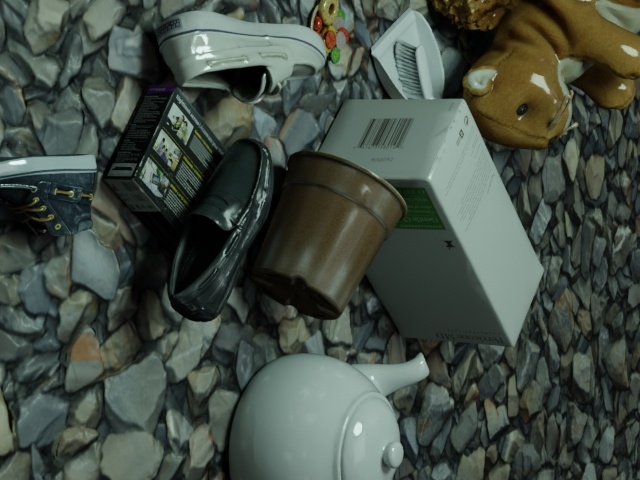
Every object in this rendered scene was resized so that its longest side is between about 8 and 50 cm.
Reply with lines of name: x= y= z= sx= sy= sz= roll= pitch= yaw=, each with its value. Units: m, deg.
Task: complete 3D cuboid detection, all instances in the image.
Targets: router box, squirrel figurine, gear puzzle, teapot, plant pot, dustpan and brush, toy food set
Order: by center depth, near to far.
router box: x=-0.161 y=-0.071 z=1.679 sx=0.179 sy=0.046 sz=0.133 roll=54 pitch=48 yaw=-46
plant pot: x=0.000 y=0.000 z=1.852 sx=0.167 sy=0.167 sz=0.165 roll=49 pitch=61 yaw=-48
teapot: x=0.015 y=0.267 z=1.856 sx=0.252 sy=0.187 sz=0.256 roll=3 pitch=90 yaw=-58
toy food set: x=0.012 y=-0.280 z=1.963 sx=0.082 sy=0.020 sz=0.083 roll=51 pitch=50 yaw=-47
dustpan and brush: x=0.152 y=-0.218 z=2.156 sx=0.147 sy=0.060 sz=0.211 roll=-50 pitch=133 yaw=-44
squirrel figurine: x=0.315 y=-0.337 z=2.216 sx=0.370 sy=0.397 sz=0.281 roll=-46 pitch=174 yaw=-4
gear puzzle: x=0.325 y=-0.296 z=2.441 sx=0.339 sy=0.044 sz=0.175 roll=49 pitch=52 yaw=-48

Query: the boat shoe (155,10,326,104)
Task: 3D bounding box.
boat shoe: x=-0.081 y=-0.205 z=1.727 sx=0.267 sy=0.096 sz=0.088 roll=4 pitch=67 yaw=-57

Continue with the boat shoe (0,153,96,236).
boat shoe: x=-0.285 y=-0.042 z=1.462 sx=0.183 sy=0.065 sz=0.083 roll=-8 pitch=98 yaw=-59

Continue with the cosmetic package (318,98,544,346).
cosmetic package: x=0.155 y=-0.022 z=2.052 sx=0.365 sy=0.197 sz=0.155 roll=58 pitch=46 yaw=-40

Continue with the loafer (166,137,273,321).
loafer: x=-0.112 y=-0.019 z=1.643 sx=0.078 sy=0.076 sz=0.223 roll=50 pitch=55 yaw=-58
